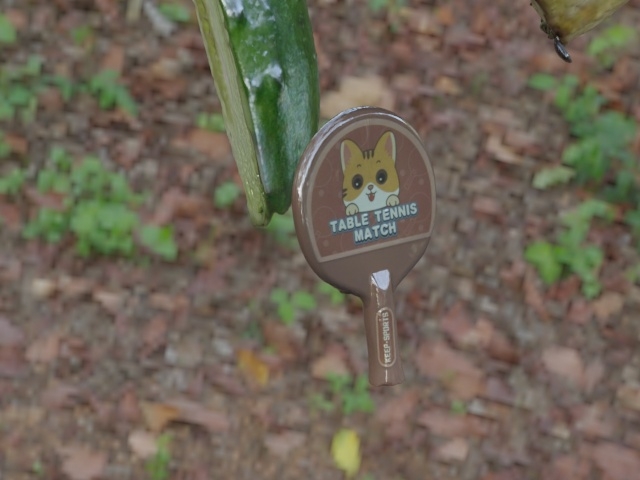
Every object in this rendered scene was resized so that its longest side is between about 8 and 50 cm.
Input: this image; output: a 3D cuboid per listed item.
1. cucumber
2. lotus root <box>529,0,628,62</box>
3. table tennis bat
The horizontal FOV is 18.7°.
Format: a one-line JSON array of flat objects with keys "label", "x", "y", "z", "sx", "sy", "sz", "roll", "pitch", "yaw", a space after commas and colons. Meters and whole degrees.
[{"label": "cucumber", "x": -0.051, "y": -0.172, "z": 1.784, "sx": 0.105, "sy": 0.325, "sz": 0.145, "roll": -15, "pitch": 14, "yaw": -15}, {"label": "lotus root", "x": 0.125, "y": -0.200, "z": 1.189, "sx": 0.170, "sy": 0.074, "sz": 0.260, "roll": 49, "pitch": 10, "yaw": -17}, {"label": "table tennis bat", "x": 0.000, "y": 0.000, "z": 1.202, "sx": 0.107, "sy": 0.169, "sz": 0.119, "roll": -15, "pitch": 14, "yaw": -36}]
